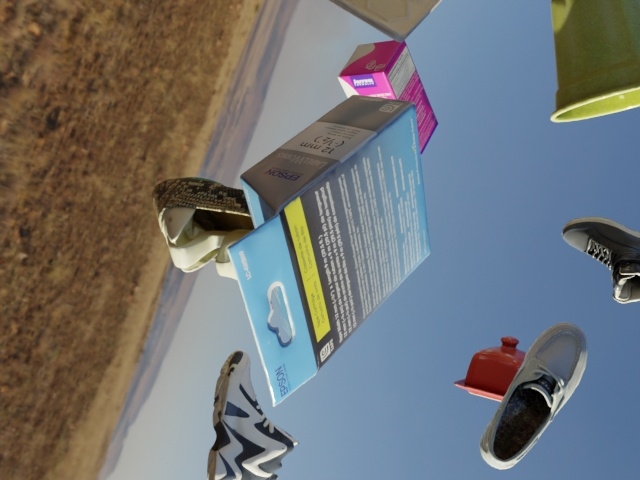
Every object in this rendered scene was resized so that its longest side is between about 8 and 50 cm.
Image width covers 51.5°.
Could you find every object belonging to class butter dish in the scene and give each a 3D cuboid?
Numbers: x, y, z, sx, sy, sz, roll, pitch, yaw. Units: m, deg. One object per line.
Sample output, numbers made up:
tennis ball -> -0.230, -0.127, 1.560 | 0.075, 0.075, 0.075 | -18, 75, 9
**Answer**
butter dish -> 0.366, 0.247, 1.299 | 0.159, 0.160, 0.118 | 6, -89, 41

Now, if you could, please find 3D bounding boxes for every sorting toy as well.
sorting toy -> 0.083, -0.392, 1.026 | 0.208, 0.193, 0.038 | -50, 170, -39

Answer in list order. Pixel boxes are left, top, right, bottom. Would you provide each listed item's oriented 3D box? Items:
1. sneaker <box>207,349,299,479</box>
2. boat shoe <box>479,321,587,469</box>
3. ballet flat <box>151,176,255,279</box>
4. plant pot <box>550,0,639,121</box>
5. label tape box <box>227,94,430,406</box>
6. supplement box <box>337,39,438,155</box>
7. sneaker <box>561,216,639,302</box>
sneaker -> -0.108, 0.318, 1.170 | 0.094, 0.153, 0.235 | 152, -55, -64
boat shoe -> 0.294, 0.207, 0.890 | 0.227, 0.079, 0.081 | -55, 165, -9
ballet flat -> -0.147, -0.010, 1.150 | 0.182, 0.482, 0.164 | -57, 143, -39
plant pot -> 0.598, -0.409, 1.390 | 0.276, 0.276, 0.254 | 159, -81, -77
label tape box -> 0.000, 0.000, 0.850 | 0.347, 0.115, 0.249 | -40, 133, -34
supplement box -> 0.143, -0.286, 1.359 | 0.111, 0.220, 0.114 | 4, -130, 37
sneaker -> 0.582, 0.037, 1.339 | 0.163, 0.226, 0.086 | -43, 139, -39
